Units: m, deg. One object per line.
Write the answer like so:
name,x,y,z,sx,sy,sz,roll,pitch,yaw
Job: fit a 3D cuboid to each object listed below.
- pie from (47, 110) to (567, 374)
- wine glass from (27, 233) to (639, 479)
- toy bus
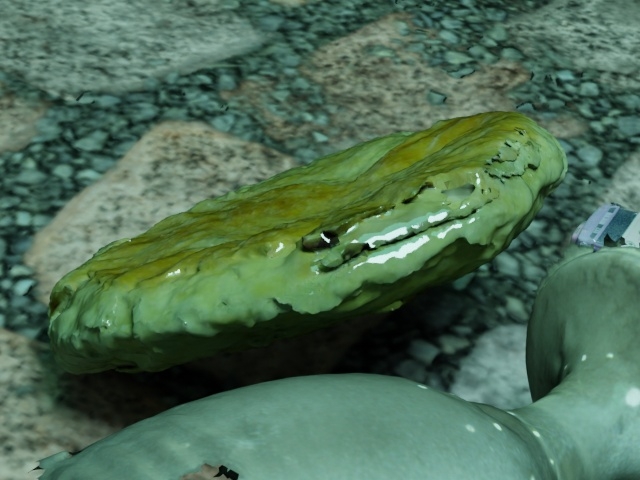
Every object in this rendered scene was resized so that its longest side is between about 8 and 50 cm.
pie,0.000,0.000,0.748,0.306,0.071,0.306,-20,12,5
wine glass,0.039,0.130,0.607,0.357,0.190,0.190,-20,48,-29
toy bus,0.176,0.029,0.820,0.058,0.102,0.052,24,42,20
